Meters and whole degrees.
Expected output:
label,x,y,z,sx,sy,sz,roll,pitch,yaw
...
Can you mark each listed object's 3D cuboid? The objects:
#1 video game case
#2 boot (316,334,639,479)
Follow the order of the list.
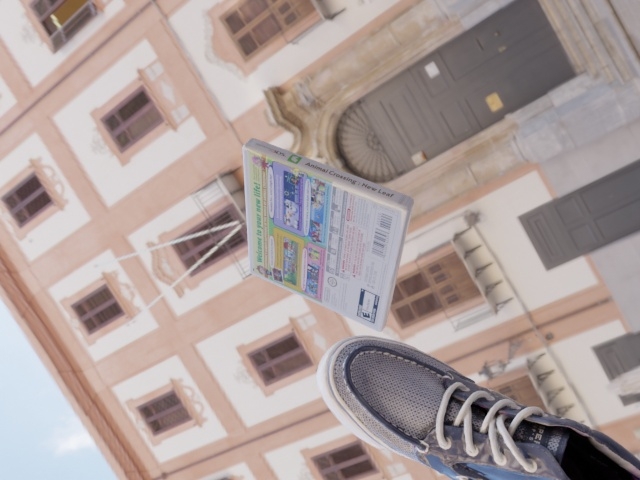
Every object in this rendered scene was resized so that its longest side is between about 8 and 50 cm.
label,x,y,z,sx,sy,sz,roll,pitch,yaw
video game case,0.000,0.000,0.689,0.023,0.193,0.212,-53,-22,-39
boot,0.093,0.105,0.344,0.190,0.086,0.069,28,-117,-6
